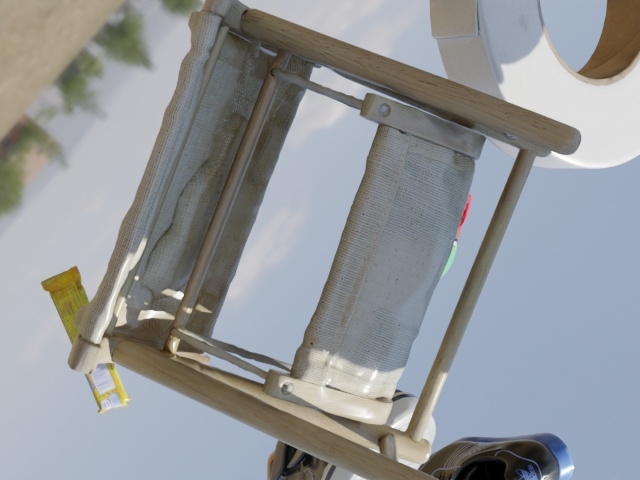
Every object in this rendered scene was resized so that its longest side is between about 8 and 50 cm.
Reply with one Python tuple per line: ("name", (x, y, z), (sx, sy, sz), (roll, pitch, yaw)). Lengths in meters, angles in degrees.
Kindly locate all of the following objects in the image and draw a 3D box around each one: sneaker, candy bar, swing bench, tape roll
("sneaker", (0.017, 0.204, 1.465), (0.126, 0.127, 0.321), (-33, 157, -22))
("sneaker", (0.161, 0.255, 1.680), (0.090, 0.081, 0.232), (-18, 175, -38))
("candy bar", (-0.238, 0.106, 1.615), (0.040, 0.161, 0.018), (-23, -163, -8))
("swing bench", (0.000, 0.000, 1.032), (0.165, 0.254, 0.253), (-55, 167, -88))
("tape roll", (0.272, -0.268, 1.685), (0.072, 0.392, 0.392), (5, -130, 48))

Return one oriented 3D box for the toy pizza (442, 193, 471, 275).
("toy pizza", (0.132, 0.013, 1.933), (0.201, 0.032, 0.201), (-50, 159, -26))
